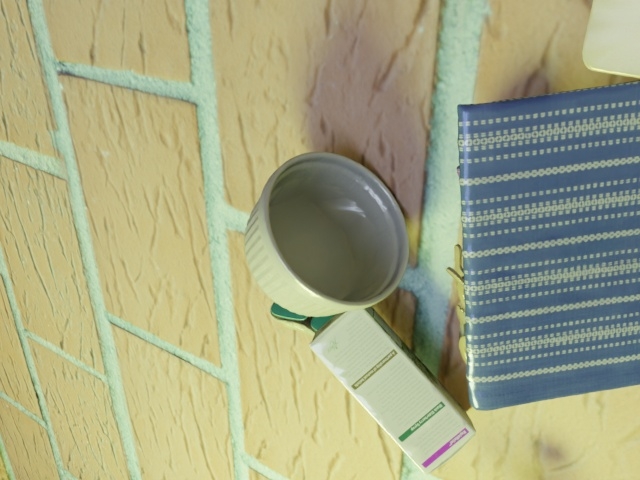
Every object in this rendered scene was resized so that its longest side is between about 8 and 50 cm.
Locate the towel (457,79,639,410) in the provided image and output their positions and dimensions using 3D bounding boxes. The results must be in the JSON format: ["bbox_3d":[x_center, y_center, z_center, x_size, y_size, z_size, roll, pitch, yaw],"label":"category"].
[{"bbox_3d":[0.258,0.015,0.604,0.243,0.040,0.335,-9,112,-3],"label":"towel"}]

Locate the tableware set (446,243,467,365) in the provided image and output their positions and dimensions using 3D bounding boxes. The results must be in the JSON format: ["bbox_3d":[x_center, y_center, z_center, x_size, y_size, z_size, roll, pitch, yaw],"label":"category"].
[{"bbox_3d":[0.194,0.113,0.733,0.128,0.039,0.194,45,156,46],"label":"tableware set"}]

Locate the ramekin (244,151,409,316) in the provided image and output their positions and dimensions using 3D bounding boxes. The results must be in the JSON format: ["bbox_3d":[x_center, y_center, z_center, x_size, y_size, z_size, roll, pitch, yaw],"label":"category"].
[{"bbox_3d":[0.000,0.000,0.782,0.207,0.207,0.109,55,142,1],"label":"ramekin"}]

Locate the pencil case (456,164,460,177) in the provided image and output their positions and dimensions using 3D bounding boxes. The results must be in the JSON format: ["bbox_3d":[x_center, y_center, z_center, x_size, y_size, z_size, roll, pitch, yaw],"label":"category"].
[{"bbox_3d":[0.224,-0.012,0.683,0.086,0.088,0.206,-22,101,5],"label":"pencil case"}]

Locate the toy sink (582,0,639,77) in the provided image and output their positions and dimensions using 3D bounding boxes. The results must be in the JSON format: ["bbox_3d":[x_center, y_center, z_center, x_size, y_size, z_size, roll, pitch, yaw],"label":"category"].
[{"bbox_3d":[0.342,-0.197,0.454,0.234,0.131,0.152,16,122,25],"label":"toy sink"}]

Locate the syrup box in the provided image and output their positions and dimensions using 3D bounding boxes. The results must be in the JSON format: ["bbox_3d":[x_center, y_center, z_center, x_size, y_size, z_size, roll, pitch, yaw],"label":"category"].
[{"bbox_3d":[0.099,0.196,0.845,0.096,0.093,0.237,-42,89,6],"label":"syrup box"}]

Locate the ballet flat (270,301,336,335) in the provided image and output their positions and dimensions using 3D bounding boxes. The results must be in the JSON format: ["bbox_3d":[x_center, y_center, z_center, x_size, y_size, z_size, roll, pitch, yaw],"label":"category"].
[{"bbox_3d":[-0.005,0.128,0.963,0.168,0.057,0.052,15,151,36],"label":"ballet flat"}]
